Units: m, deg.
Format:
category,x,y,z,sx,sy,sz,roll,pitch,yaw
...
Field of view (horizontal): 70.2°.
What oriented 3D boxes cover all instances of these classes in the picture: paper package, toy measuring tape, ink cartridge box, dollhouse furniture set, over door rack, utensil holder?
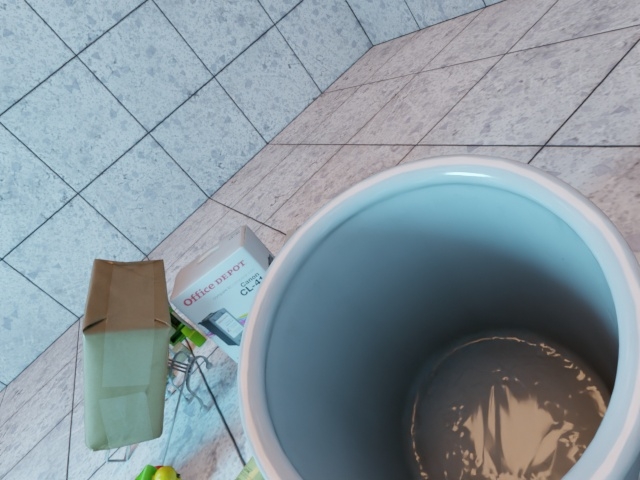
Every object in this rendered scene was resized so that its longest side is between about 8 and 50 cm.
category,x,y,z,sx,sy,sz,roll,pitch,yaw
paper package,-0.455,0.248,1.068,0.309,0.168,0.325,-127,43,-55
toy measuring tape,-0.372,0.579,0.969,0.330,0.121,0.121,-53,19,26
ink cartridge box,-0.171,0.153,1.100,0.226,0.306,0.131,-36,26,9
dollhouse furniture set,-0.540,0.361,1.437,0.301,0.151,0.197,-49,27,-18
over door rack,-0.410,0.454,1.195,0.239,0.108,0.324,-7,55,48
utensil holder,0.159,0.157,0.486,0.327,0.385,0.328,-20,49,24

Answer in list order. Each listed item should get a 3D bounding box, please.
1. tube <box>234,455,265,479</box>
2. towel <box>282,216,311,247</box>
category,x,y,z,sx,sy,sz,roll,pitch,yaw
tube,-0.095,0.413,0.877,0.070,0.062,0.240,31,61,20
towel,0.000,0.000,1.403,0.312,0.056,0.324,-24,29,30
